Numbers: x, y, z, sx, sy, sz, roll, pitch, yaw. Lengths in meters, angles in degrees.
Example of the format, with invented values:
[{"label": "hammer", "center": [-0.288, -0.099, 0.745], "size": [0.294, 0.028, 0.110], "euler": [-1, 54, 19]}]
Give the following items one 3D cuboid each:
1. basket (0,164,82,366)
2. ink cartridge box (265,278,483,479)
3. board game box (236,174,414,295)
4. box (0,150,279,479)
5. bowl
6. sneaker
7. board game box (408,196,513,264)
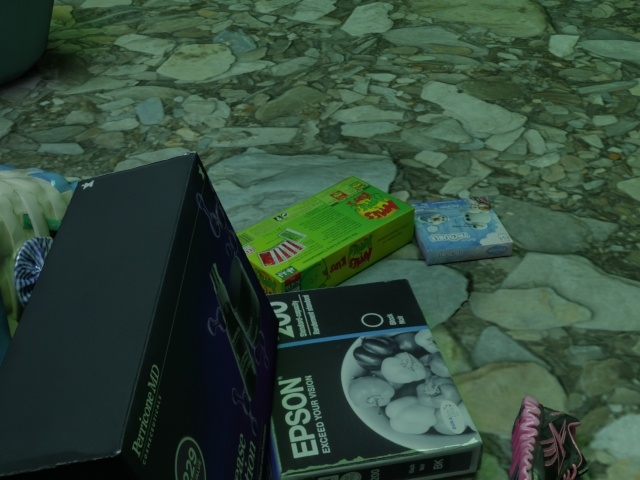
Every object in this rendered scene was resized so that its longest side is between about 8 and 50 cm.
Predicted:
[{"label": "basket", "center": [-0.290, 0.064, 0.584], "size": [0.201, 0.255, 0.289], "euler": [11, 27, 36]}, {"label": "ink cartridge box", "center": [-0.002, 0.116, 0.684], "size": [0.208, 0.045, 0.206], "euler": [-9, 35, -8]}, {"label": "board game box", "center": [0.000, 0.000, 0.851], "size": [0.181, 0.043, 0.092], "euler": [-29, 44, -33]}, {"label": "box", "center": [-0.108, 0.094, 0.559], "size": [0.103, 0.184, 0.261], "euler": [-15, 38, 14]}, {"label": "bowl", "center": [-0.524, -0.323, 1.227], "size": [0.311, 0.163, 0.312], "euler": [0, 34, 0]}, {"label": "sneaker", "center": [0.167, 0.164, 0.615], "size": [0.057, 0.047, 0.119], "euler": [17, 38, 6]}, {"label": "board game box", "center": [0.143, -0.012, 0.886], "size": [0.090, 0.020, 0.090], "euler": [-6, 36, -8]}]
